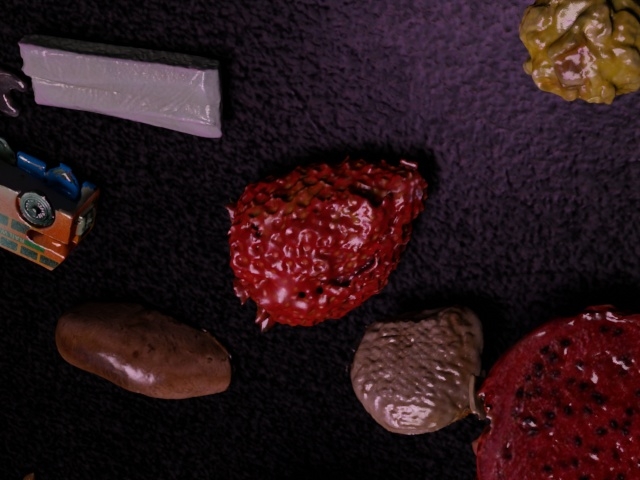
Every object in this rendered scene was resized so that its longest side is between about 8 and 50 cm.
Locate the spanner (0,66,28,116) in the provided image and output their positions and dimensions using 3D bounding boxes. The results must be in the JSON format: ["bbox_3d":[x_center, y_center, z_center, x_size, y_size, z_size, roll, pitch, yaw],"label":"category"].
[{"bbox_3d":[-0.396,-0.230,1.878,0.254,0.015,0.054,47,126,-7],"label":"spanner"}]

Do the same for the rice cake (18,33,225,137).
[{"bbox_3d":[-0.199,-0.156,1.812,0.221,0.042,0.080,10,128,18],"label":"rice cake"}]

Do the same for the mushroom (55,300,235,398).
[{"bbox_3d":[-0.202,0.119,1.959,0.210,0.094,0.072,20,129,19],"label":"mushroom"}]

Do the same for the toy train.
[{"bbox_3d":[-0.328,-0.046,1.926,0.188,0.072,0.099,23,133,10],"label":"toy train"}]

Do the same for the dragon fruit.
[{"bbox_3d":[0.256,0.179,1.746,0.317,0.152,0.205,-35,79,1],"label":"dragon fruit"}]

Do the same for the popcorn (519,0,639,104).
[{"bbox_3d":[0.228,-0.174,1.551,0.121,0.116,0.106,51,173,28],"label":"popcorn"}]

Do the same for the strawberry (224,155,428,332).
[{"bbox_3d":[0.011,0.011,1.779,0.228,0.098,0.174,-12,114,32],"label":"strawberry"}]

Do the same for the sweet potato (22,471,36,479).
[{"bbox_3d":[-0.334,0.396,2.215,0.069,0.059,0.249,-14,110,10],"label":"sweet potato"}]

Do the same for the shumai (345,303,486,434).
[{"bbox_3d":[0.108,0.137,1.816,0.145,0.145,0.116,6,163,22],"label":"shumai"}]
